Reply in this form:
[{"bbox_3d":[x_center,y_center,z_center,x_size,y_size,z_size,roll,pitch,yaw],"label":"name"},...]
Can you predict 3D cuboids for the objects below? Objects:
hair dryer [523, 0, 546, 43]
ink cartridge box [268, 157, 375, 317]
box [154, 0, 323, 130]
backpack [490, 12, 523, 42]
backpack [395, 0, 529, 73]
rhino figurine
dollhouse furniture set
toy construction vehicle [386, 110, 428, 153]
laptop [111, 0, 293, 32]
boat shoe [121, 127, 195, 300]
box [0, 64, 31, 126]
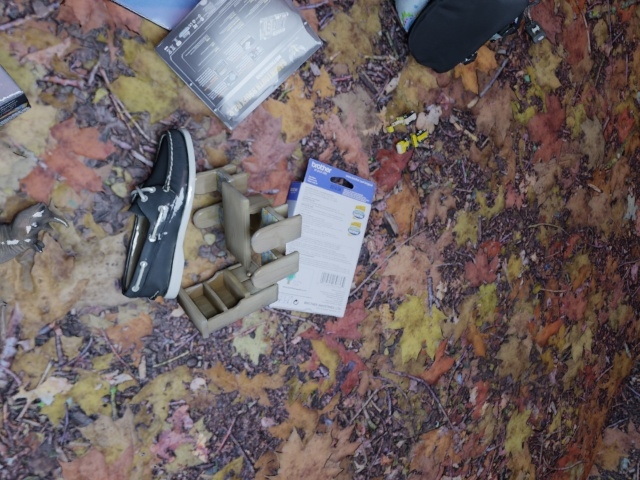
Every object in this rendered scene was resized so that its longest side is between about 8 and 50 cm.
[{"bbox_3d":[0.524,-0.665,1.061,0.224,0.080,0.294,54,25,-59],"label":"hair dryer"},{"bbox_3d":[0.000,0.000,0.928,0.185,0.065,0.311,14,92,-30],"label":"ink cartridge box"},{"bbox_3d":[-0.140,-0.341,0.755,0.231,0.056,0.183,-41,117,8],"label":"box"},{"bbox_3d":[0.407,-0.562,1.051,0.181,0.115,0.152,-22,110,-23],"label":"backpack"},{"bbox_3d":[0.284,-0.593,0.892,0.273,0.290,0.356,22,79,-16],"label":"backpack"},{"bbox_3d":[-0.508,-0.013,0.631,0.243,0.073,0.107,-6,96,-30],"label":"rhino figurine"},{"bbox_3d":[-0.164,0.023,0.749,0.160,0.212,0.242,-23,135,-33],"label":"dollhouse furniture set"},{"bbox_3d":[0.206,-0.259,1.029,0.098,0.035,0.086,-38,124,-17],"label":"toy construction vehicle"},{"bbox_3d":[-0.148,-0.552,0.673,0.381,0.408,0.237,18,54,-31],"label":"laptop"},{"bbox_3d":[-0.279,-0.044,0.733,0.091,0.114,0.303,3,95,-36],"label":"boat shoe"},{"bbox_3d":[-0.535,-0.243,0.542,0.163,0.142,0.247,-42,114,-18],"label":"box"}]
